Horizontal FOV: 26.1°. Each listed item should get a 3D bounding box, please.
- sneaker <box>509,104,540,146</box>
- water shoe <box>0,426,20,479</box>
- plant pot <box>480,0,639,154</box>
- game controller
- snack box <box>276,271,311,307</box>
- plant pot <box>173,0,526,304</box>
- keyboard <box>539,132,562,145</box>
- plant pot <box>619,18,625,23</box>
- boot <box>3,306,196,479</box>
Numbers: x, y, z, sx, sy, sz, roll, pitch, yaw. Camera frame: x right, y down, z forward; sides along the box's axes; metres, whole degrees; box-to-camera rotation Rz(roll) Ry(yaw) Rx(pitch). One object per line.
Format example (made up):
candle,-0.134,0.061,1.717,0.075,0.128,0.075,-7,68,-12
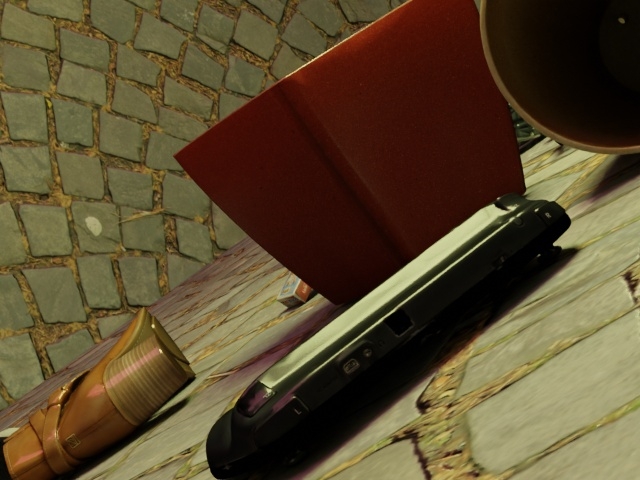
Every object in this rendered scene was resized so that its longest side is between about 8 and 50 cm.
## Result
sneaker,0.216,-0.150,1.816,0.283,0.110,0.122,-34,2,-19
water shoe,-0.377,0.264,1.716,0.203,0.073,0.080,-27,5,45
plant pot,0.294,-0.199,1.268,0.237,0.237,0.254,-31,-7,21
game controller,0.050,0.073,1.030,0.319,0.067,0.166,-35,-9,-26
snack box,0.000,0.000,1.740,0.178,0.022,0.064,-63,16,-18
plant pot,0.053,-0.085,1.447,0.267,0.236,0.267,-35,5,-30
keyboard,0.298,-0.136,1.594,0.100,0.038,0.192,-16,-1,6
plant pot,0.423,-0.389,1.865,0.334,0.334,0.305,-37,-5,-38
boot,-0.258,0.192,1.609,0.220,0.109,0.283,-37,12,-2
